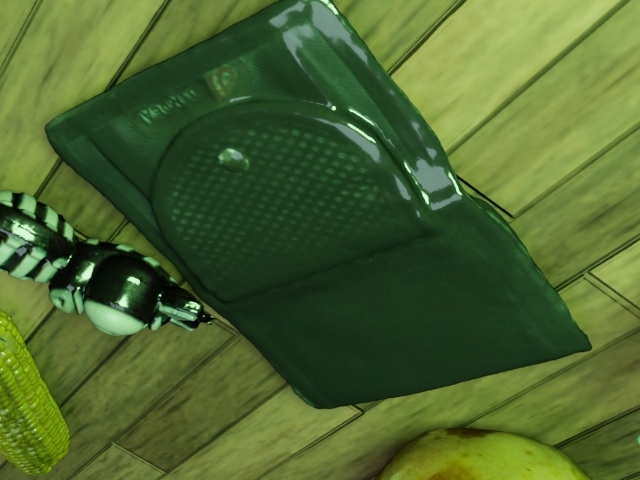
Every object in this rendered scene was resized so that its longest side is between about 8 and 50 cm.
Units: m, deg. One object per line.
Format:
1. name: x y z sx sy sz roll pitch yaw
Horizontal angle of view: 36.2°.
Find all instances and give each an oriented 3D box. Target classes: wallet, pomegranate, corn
1. wallet: 0.000 0.000 0.650 0.247 0.041 0.323 -18 127 35
2. pomegranate: 0.115 0.248 0.742 0.215 0.215 0.215 10 136 10
3. corn: -0.275 0.136 0.862 0.068 0.068 0.207 5 135 15

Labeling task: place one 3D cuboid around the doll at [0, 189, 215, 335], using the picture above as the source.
1. doll: -0.179 0.019 0.708 0.219 0.067 0.091 26 164 -6

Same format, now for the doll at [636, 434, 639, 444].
1. doll: 0.233 0.054 0.534 0.059 0.158 0.159 34 129 -12
